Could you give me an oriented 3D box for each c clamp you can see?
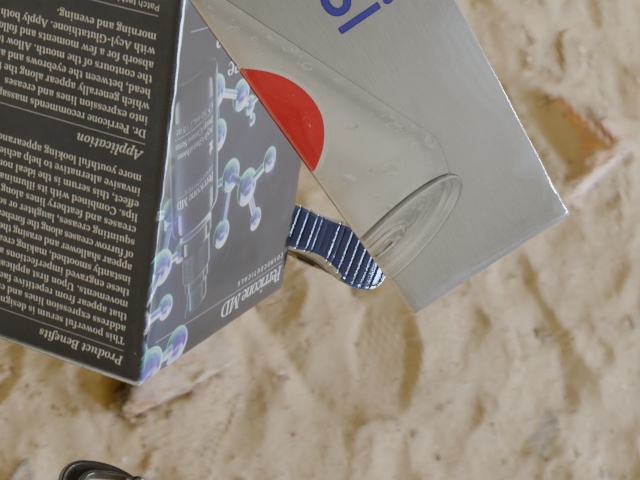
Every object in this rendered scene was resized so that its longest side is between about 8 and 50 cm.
[{"bbox_3d":[-0.183,0.278,1.284,0.137,0.022,0.161,4,49,-41],"label":"c clamp"}]

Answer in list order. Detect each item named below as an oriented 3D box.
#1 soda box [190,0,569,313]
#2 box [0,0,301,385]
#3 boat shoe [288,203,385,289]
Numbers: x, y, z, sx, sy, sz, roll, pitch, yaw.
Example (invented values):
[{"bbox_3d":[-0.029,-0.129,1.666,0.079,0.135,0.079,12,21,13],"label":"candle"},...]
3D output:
[{"bbox_3d":[0.009,-0.098,0.612,0.286,0.098,0.091,54,6,-41],"label":"soda box"},{"bbox_3d":[-0.161,-0.117,1.244,0.293,0.211,0.396,-34,137,-60],"label":"box"},{"bbox_3d":[0.000,0.000,1.543,0.183,0.066,0.066,31,79,-35],"label":"boat shoe"}]
